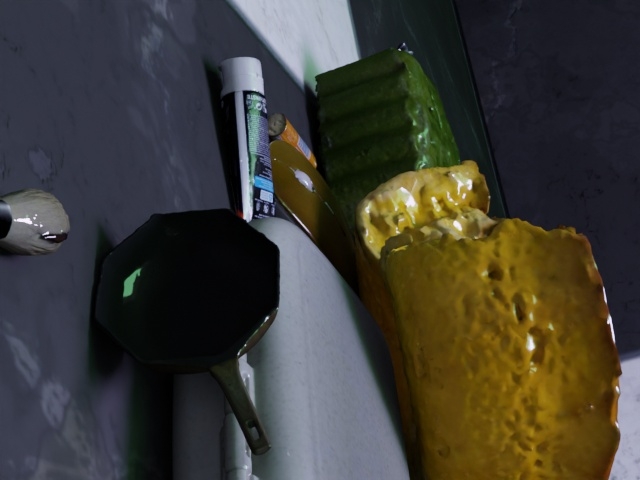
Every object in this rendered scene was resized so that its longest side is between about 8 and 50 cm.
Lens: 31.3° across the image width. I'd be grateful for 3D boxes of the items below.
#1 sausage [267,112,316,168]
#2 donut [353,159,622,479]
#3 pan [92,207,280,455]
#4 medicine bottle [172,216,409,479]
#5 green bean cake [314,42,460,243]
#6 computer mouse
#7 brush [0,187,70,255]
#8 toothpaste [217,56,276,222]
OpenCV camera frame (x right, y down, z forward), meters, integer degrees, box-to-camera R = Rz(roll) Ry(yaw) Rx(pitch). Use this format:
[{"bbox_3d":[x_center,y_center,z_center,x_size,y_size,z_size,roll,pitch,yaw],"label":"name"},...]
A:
[{"bbox_3d":[-0.031,-0.104,1.301,0.107,0.031,0.031,51,26,-53],"label":"sausage"},{"bbox_3d":[0.141,0.126,1.118,0.435,0.163,0.378,-137,-143,-80],"label":"donut"},{"bbox_3d":[-0.088,0.069,0.772,0.048,0.128,0.202,76,11,-49],"label":"pan"},{"bbox_3d":[-0.014,0.180,0.885,0.282,0.123,0.375,49,26,-45],"label":"medicine bottle"},{"bbox_3d":[0.102,-0.095,1.518,0.250,0.156,0.247,50,29,-55],"label":"green bean cake"},{"bbox_3d":[0.000,0.000,1.257,0.126,0.056,0.245,-85,151,-55],"label":"computer mouse"},{"bbox_3d":[-0.212,-0.012,0.581,0.299,0.039,0.042,2,73,-72],"label":"brush"},{"bbox_3d":[-0.072,-0.085,1.131,0.071,0.045,0.194,14,66,-62],"label":"toothpaste"}]
